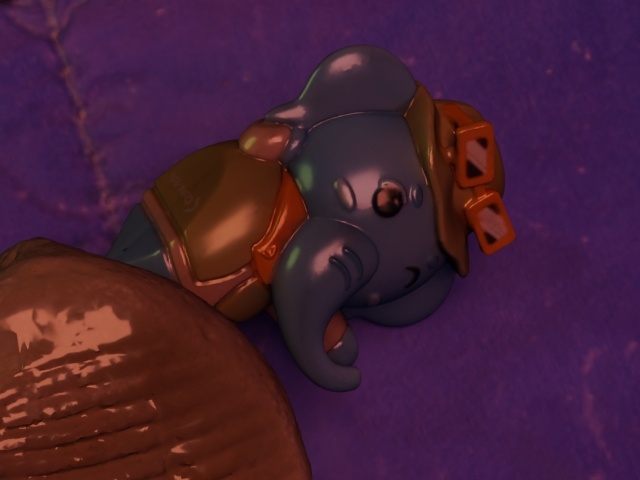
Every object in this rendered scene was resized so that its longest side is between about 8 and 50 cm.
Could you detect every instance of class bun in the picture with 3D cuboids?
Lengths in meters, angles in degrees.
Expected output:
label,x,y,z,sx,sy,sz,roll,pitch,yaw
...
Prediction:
label,x,y,z,sx,sy,sz,roll,pitch,yaw
bun,-0.156,0.129,0.890,0.281,0.205,0.282,-5,101,-29

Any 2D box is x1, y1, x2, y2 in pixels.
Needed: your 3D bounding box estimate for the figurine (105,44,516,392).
label,x,y,z,sx,sy,sz,roll,pitch,yaw
figurine,-0.002,-0.003,1.008,0.262,0.154,0.180,-34,93,-1
